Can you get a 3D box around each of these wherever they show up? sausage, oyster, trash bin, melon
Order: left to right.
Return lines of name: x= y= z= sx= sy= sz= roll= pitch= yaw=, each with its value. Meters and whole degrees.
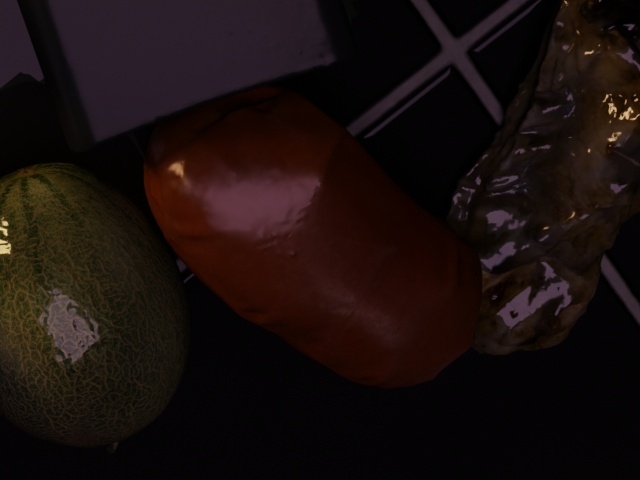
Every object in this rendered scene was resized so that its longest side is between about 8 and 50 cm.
melon: x=-0.147 y=0.046 z=0.705 sx=0.139 sy=0.139 sz=0.192 roll=-17 pitch=115 yaw=-6
trash bin: x=-0.095 y=-0.187 z=0.625 sx=0.165 sy=0.115 sz=0.225 roll=-19 pitch=115 yaw=-4
sausage: x=-0.002 y=0.002 z=0.727 sx=0.133 sy=0.133 sz=0.258 roll=-45 pitch=126 yaw=9
oyster: x=0.167 y=-0.066 z=0.778 sx=0.129 sy=0.078 sz=0.344 roll=12 pitch=115 yaw=-11
